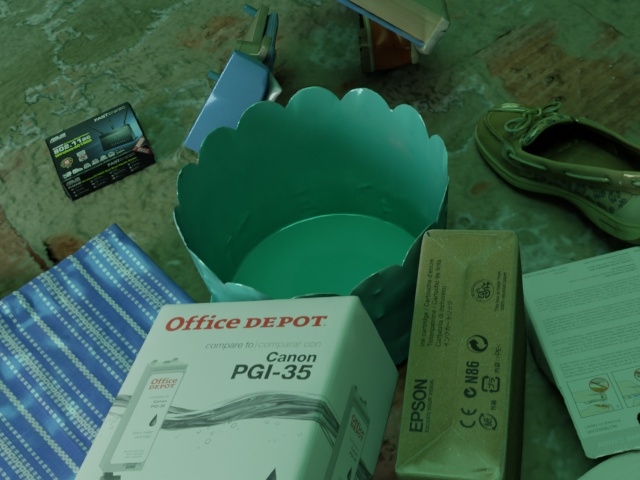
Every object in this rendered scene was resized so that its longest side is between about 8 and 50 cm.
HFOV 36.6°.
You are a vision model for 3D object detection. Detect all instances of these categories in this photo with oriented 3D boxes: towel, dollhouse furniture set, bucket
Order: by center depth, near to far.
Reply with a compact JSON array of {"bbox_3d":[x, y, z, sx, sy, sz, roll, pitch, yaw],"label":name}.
[{"bbox_3d":[0.000,0.000,0.980,0.281,0.183,0.281,-5,48,5],"label":"bucket"},{"bbox_3d":[-0.273,0.138,0.994,0.336,0.040,0.243,-36,62,-27],"label":"towel"},{"bbox_3d":[-0.013,-0.234,1.213,0.198,0.303,0.286,27,30,-14],"label":"dollhouse furniture set"}]

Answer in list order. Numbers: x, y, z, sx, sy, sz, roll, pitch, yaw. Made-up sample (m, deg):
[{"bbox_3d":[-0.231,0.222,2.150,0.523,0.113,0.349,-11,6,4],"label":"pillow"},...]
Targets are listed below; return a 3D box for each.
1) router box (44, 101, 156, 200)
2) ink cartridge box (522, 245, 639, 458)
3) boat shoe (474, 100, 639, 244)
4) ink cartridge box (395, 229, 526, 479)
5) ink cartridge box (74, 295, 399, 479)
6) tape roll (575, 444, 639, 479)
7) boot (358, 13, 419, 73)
[{"bbox_3d":[-0.283,-0.116,1.241,0.122,0.038,0.092,-26,51,-7],"label":"router box"},{"bbox_3d":[0.299,0.104,0.907,0.181,0.056,0.225,-14,45,2],"label":"ink cartridge box"},{"bbox_3d":[0.272,-0.098,1.041,0.104,0.089,0.285,-35,41,-17],"label":"boat shoe"},{"bbox_3d":[0.131,0.138,0.846,0.088,0.193,0.235,1,53,14],"label":"ink cartridge box"},{"bbox_3d":[-0.075,0.186,0.778,0.207,0.117,0.283,-5,44,26],"label":"ink cartridge box"},{"bbox_3d":[0.328,0.333,0.728,0.392,0.072,0.392,-7,52,9],"label":"tape roll"},{"bbox_3d":[0.091,-0.289,1.277,0.084,0.059,0.158,-6,60,6],"label":"boot"}]
